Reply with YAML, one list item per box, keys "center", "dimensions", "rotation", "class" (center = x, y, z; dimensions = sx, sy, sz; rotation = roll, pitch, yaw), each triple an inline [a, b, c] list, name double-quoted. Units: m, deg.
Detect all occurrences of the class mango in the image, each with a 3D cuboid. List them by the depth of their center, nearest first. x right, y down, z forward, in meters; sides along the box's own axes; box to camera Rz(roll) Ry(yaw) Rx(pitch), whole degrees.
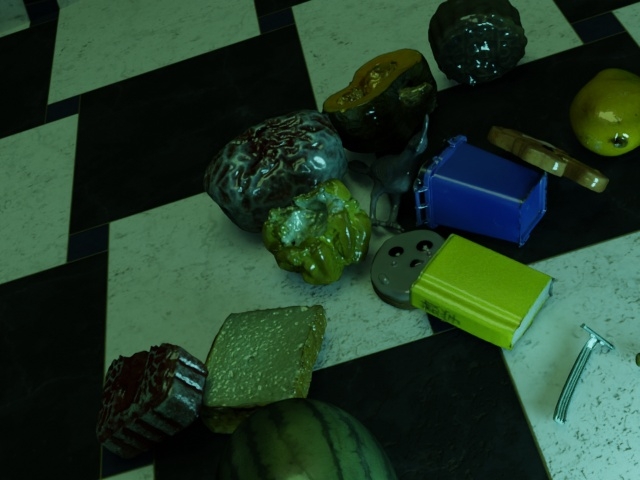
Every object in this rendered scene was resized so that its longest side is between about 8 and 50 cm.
- center: [0.617, -0.278, 2.120]
  dimensions: [0.177, 0.119, 0.316]
  rotation: [-4, 34, 23]
  class: "mango"

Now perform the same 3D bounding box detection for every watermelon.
- center: [-0.022, 0.387, 1.516]
  dimensions: [0.279, 0.278, 0.359]
  rotation: [-23, 39, -3]
  class: "watermelon"

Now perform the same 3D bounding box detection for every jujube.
- center: [-0.094, -0.155, 2.202]
  dimensions: [0.317, 0.226, 0.226]
  rotation: [-33, 41, -7]
  class: "jujube"

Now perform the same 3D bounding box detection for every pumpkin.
- center: [0.156, -0.319, 2.305]
  dimensions: [0.222, 0.139, 0.317]
  rotation: [5, 34, 36]
  class: "pumpkin"

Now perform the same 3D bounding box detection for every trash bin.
- center: [0.316, -0.089, 2.003]
  dimensions: [0.235, 0.162, 0.184]
  rotation: [21, 50, 29]
  class: "trash bin"

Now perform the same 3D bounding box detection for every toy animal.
- center: [0.142, -0.117, 2.115]
  dimensions: [0.081, 0.367, 0.205]
  rotation: [9, 77, -20]
  class: "toy animal"

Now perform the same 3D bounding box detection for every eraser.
- center: [0.291, 0.093, 1.837]
  dimensions: [0.226, 0.069, 0.158]
  rotation: [26, 59, 27]
  class: "eraser"

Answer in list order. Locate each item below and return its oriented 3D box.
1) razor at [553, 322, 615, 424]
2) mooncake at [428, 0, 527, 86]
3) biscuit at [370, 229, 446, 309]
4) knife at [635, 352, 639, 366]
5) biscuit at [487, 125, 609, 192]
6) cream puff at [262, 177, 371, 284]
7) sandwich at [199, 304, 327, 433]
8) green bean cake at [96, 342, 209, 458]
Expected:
- center: [0.429, 0.231, 1.685]
  dimensions: [0.068, 0.037, 0.191]
  rotation: [35, 61, -2]
  class: "razor"
- center: [0.366, -0.465, 2.351]
  dimensions: [0.228, 0.228, 0.124]
  rotation: [-10, 47, 12]
  class: "mooncake"
- center: [0.184, 0.050, 1.983]
  dimensions: [0.181, 0.049, 0.208]
  rotation: [-22, 42, -3]
  class: "biscuit"
- center: [0.684, 0.208, 1.608]
  dimensions: [0.343, 0.027, 0.061]
  rotation: [-1, 40, 18]
  class: "knife"
- center: [0.441, -0.177, 2.020]
  dimensions: [0.047, 0.202, 0.334]
  rotation: [-67, 20, 11]
  class: "biscuit"
- center: [0.002, 0.002, 2.028]
  dimensions: [0.221, 0.194, 0.194]
  rotation: [-31, 38, 16]
  class: "cream puff"
- center: [-0.107, 0.240, 1.862]
  dimensions: [0.226, 0.087, 0.251]
  rotation: [-6, 41, 19]
  class: "sandwich"
- center: [-0.311, 0.276, 1.841]
  dimensions: [0.233, 0.097, 0.198]
  rotation: [-31, 35, 33]
  class: "green bean cake"
